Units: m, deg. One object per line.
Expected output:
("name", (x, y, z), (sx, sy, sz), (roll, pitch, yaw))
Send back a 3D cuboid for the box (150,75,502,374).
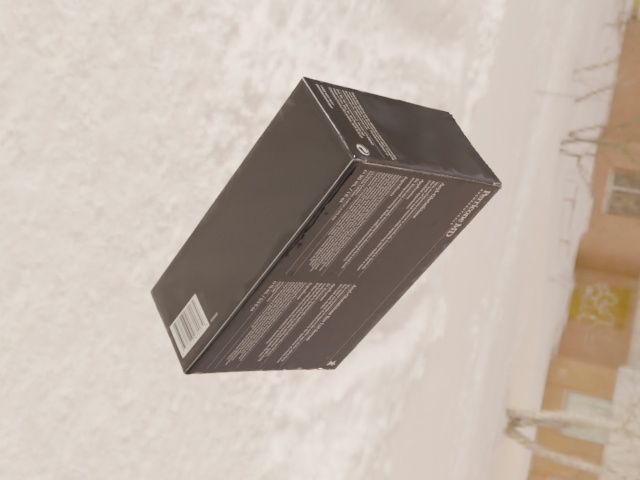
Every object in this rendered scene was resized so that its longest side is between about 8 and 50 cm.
("box", (0.000, 0.000, 0.870), (0.184, 0.103, 0.261), (8, 132, -42))
